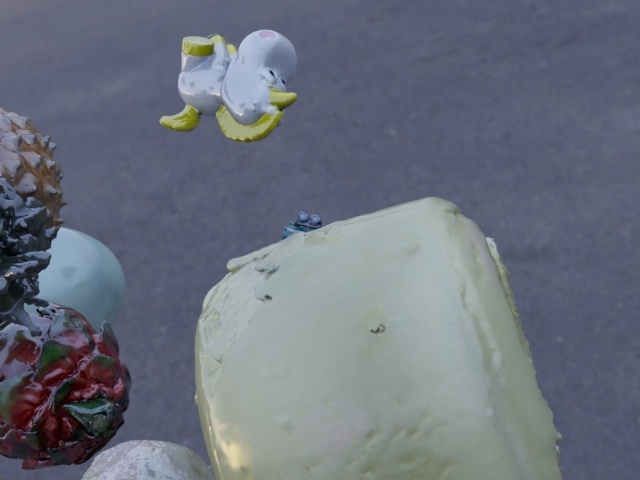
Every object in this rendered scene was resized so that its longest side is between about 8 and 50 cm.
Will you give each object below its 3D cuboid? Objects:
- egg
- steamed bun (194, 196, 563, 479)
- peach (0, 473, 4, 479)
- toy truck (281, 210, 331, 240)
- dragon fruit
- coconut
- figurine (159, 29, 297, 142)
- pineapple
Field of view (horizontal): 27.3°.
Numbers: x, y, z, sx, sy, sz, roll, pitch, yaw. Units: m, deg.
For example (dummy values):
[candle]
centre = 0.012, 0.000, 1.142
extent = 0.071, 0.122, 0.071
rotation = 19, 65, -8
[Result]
[egg]
centre = -0.434, 0.097, 1.710
extent = 0.371, 0.230, 0.230
rotation = -18, 24, 2
[steamed bun]
centre = 0.034, 0.121, 0.852
extent = 0.232, 0.272, 0.166
rotation = -15, -3, 7
[peach]
centre = -0.556, 0.386, 1.719
extent = 0.316, 0.314, 0.281
rotation = -7, 49, -30
[toy truck]
centre = 0.000, 0.000, 1.455
extent = 0.083, 0.039, 0.044
rotation = 13, 52, 7
[dragon fruit]
centre = -0.293, 0.151, 1.402
extent = 0.182, 0.188, 0.182
rotation = -26, -11, -6
[coconut]
centre = -0.199, 0.321, 1.540
extent = 0.194, 0.194, 0.194
rotation = -21, 24, 10
[figurine]
centre = -0.084, -0.163, 1.424
extent = 0.178, 0.109, 0.129
rotation = 7, 64, 40
[pineapple]
centre = -0.294, -0.006, 1.177
extent = 0.169, 0.169, 0.340
rotation = -28, 30, -7
